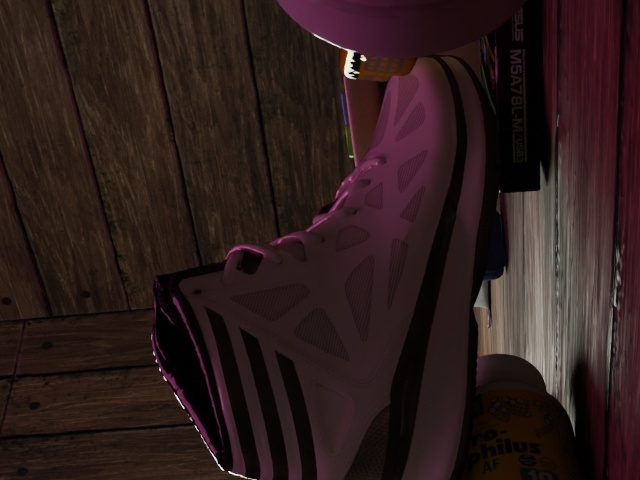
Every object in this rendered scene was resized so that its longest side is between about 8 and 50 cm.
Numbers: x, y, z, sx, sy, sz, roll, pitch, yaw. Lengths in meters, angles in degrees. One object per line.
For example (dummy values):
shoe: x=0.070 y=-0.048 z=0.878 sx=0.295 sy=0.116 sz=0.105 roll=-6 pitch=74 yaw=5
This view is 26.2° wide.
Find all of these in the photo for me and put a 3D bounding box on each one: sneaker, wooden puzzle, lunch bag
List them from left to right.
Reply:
sneaker: x=0.000 y=0.000 z=1.151 sx=0.169 sy=0.257 sz=0.447 roll=117 pitch=164 yaw=-55
wooden puzzle: x=0.106 y=-0.095 z=2.031 sx=0.348 sy=0.080 sz=0.322 roll=-4 pitch=-95 yaw=-69
lunch bag: x=0.206 y=0.004 z=1.802 sx=0.065 sy=0.067 sz=0.098 roll=72 pitch=-165 yaw=-77

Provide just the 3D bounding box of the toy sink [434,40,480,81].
toy sink: x=0.165 y=-0.143 z=1.849 sx=0.153 sy=0.131 sz=0.234 roll=79 pitch=-168 yaw=-61

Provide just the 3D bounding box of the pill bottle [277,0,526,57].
pill bottle: x=0.030 y=-0.269 z=0.625 sx=0.407 sy=0.229 sz=0.229 roll=78 pitch=-172 yaw=-62

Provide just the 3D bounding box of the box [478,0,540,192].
box: x=0.170 y=-0.165 z=1.256 sx=0.190 sy=0.045 sz=0.184 roll=-88 pitch=-4 yaw=-62

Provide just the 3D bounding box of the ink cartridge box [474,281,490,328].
ink cartridge box: x=0.243 y=-0.008 z=2.242 sx=0.223 sy=0.045 sz=0.224 roll=-92 pitch=-5 yaw=-47

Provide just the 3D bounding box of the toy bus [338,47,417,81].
toy bus: x=0.083 y=-0.306 z=1.182 sx=0.108 sy=0.130 sz=0.332 roll=110 pitch=165 yaw=-78

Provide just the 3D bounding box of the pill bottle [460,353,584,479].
pill bottle: x=0.155 y=0.190 z=1.128 sx=0.208 sy=0.118 sz=0.117 roll=-89 pitch=-7 yaw=-57
